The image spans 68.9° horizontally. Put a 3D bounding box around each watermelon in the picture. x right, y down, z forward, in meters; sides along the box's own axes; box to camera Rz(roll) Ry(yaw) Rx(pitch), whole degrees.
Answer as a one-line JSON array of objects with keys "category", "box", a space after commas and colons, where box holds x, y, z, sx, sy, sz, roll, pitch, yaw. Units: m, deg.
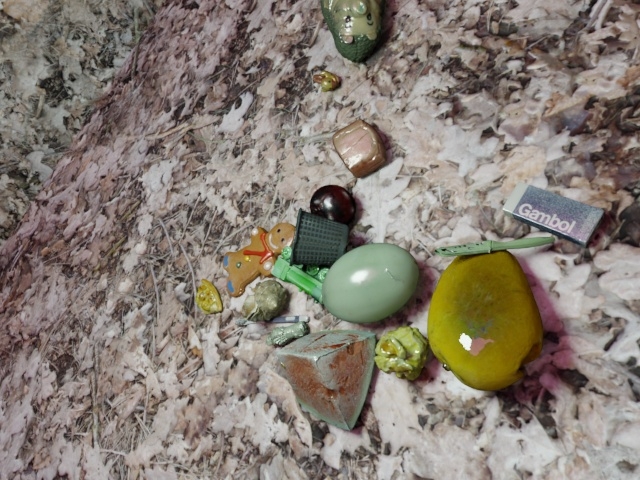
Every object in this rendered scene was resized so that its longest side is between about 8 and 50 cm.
[{"category": "watermelon", "box": [0.011, 0.357, 1.246, 0.213, 0.201, 0.262, 0, 75, 41]}]

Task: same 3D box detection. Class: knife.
[{"category": "knife", "box": [0.418, 0.012, 1.118, 0.293, 0.020, 0.043, -7, 35, -4]}]

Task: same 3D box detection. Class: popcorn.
[{"category": "popcorn", "box": [0.207, 0.280, 1.190, 0.141, 0.162, 0.135, 2, 58, 51]}]

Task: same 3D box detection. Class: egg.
[{"category": "egg", "box": [0.132, 0.116, 1.263, 0.282, 0.203, 0.203, -26, 59, 24]}]

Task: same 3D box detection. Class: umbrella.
[{"category": "umbrella", "box": [-0.104, 0.289, 1.433, 0.143, 0.062, 0.067, -23, 24, 13]}]

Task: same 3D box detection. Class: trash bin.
[{"category": "trash bin", "box": [0.000, 0.000, 1.365, 0.161, 0.175, 0.175, 8, 72, -3]}]

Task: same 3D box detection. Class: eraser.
[{"category": "eraser", "box": [0.572, -0.068, 1.155, 0.212, 0.046, 0.092, 31, 89, 38]}]

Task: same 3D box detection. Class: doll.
[{"category": "doll", "box": [0.116, -0.806, 1.629, 0.247, 0.247, 0.349, -11, 73, 29]}]

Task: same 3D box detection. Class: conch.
[{"category": "conch", "box": [-0.193, 0.189, 1.487, 0.155, 0.130, 0.207, -32, 25, -24]}]

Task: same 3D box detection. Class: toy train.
[{"category": "toy train", "box": [-0.046, 0.107, 1.461, 0.251, 0.085, 0.119, 29, 94, 39]}]

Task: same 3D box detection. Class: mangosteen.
[{"category": "mangosteen", "box": [0.044, -0.107, 1.459, 0.152, 0.152, 0.152, -13, 65, 28]}]

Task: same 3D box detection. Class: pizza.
[{"category": "pizza", "box": [-0.406, 0.209, 1.672, 0.099, 0.036, 0.160, -45, 54, 10]}]

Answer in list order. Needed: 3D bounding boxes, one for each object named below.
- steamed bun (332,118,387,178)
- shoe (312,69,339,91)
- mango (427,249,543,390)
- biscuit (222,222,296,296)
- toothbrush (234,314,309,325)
[{"category": "steamed bun", "box": [0.131, -0.295, 1.497, 0.145, 0.106, 0.175, -29, 72, 14]}, {"category": "shoe", "box": [0.019, -0.578, 1.702, 0.069, 0.072, 0.109, -16, 60, -18]}, {"category": "mango", "box": [0.380, 0.163, 1.090, 0.253, 0.182, 0.365, -2, 58, 28]}, {"category": "biscuit", "box": [-0.214, 0.044, 1.614, 0.324, 0.049, 0.205, -30, 57, 17]}, {"category": "toothbrush", "box": [-0.160, 0.257, 1.504, 0.288, 0.026, 0.024, -8, 70, 29]}]
